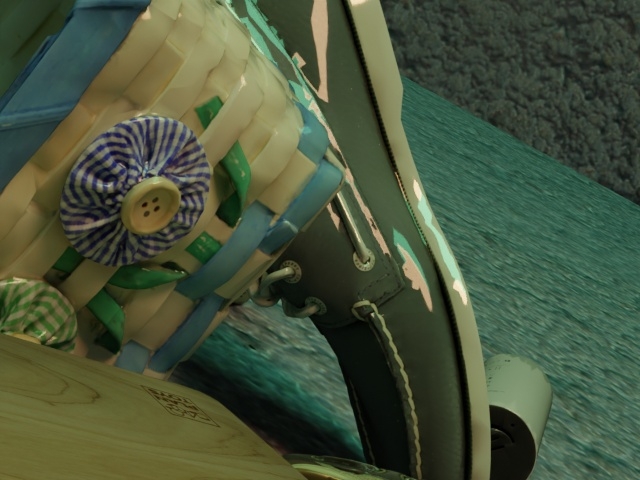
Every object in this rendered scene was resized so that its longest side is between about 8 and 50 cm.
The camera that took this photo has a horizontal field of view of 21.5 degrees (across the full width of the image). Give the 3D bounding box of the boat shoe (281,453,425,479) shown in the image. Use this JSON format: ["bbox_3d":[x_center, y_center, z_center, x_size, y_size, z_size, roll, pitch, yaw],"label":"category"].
[{"bbox_3d":[0.044,0.131,0.762,0.152,0.056,0.049,27,18,-12],"label":"boat shoe"}]

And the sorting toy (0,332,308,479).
[{"bbox_3d":[-0.084,0.105,0.450,0.257,0.089,0.255,22,8,-39],"label":"sorting toy"}]

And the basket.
[{"bbox_3d":[-0.150,-0.059,0.628,0.289,0.255,0.201,36,9,-23],"label":"basket"}]

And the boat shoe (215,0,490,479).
[{"bbox_3d":[0.000,0.000,0.842,0.099,0.319,0.116,-12,-7,-21],"label":"boat shoe"}]

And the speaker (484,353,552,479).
[{"bbox_3d":[0.105,0.106,0.993,0.055,0.055,0.136,31,13,5],"label":"speaker"}]

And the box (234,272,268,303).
[{"bbox_3d":[-0.131,-0.078,0.955,0.213,0.117,0.243,49,19,21],"label":"box"}]
